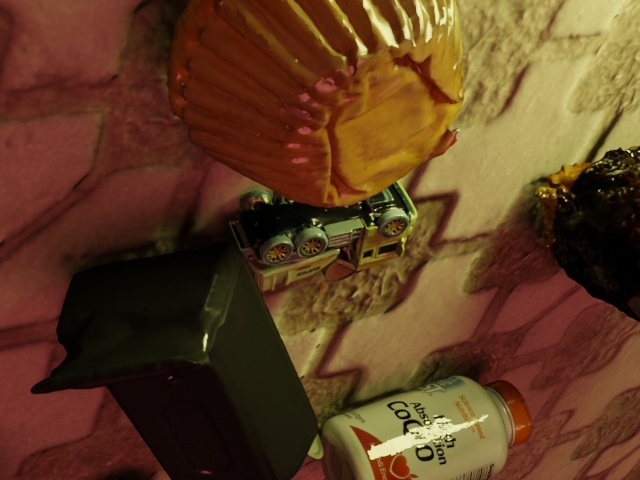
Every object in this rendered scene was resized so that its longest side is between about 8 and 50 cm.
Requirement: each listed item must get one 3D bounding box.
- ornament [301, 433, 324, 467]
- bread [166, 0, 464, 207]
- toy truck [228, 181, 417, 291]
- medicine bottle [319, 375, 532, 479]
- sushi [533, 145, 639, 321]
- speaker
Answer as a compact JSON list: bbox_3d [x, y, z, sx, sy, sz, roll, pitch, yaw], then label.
[{"bbox_3d":[-0.068,0.318,1.079,0.081,0.075,0.156,34,106,-27],"label":"ornament"},{"bbox_3d":[0.009,-0.144,0.662,0.274,0.149,0.274,-29,151,-18],"label":"bread"},{"bbox_3d":[0.000,0.000,0.848,0.191,0.085,0.116,-14,141,-18],"label":"toy truck"},{"bbox_3d":[0.155,0.285,1.127,0.289,0.157,0.157,-15,132,-22],"label":"medicine bottle"},{"bbox_3d":[0.441,-0.005,1.040,0.234,0.207,0.348,-54,140,1],"label":"sushi"},{"bbox_3d":[-0.126,0.168,0.807,0.180,0.184,0.388,-11,135,7],"label":"speaker"}]
